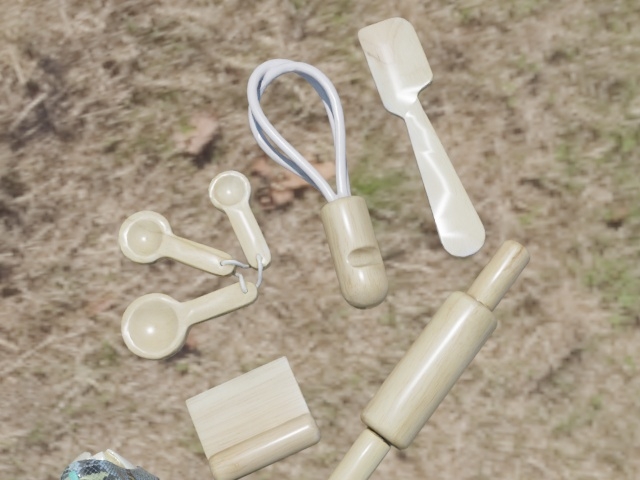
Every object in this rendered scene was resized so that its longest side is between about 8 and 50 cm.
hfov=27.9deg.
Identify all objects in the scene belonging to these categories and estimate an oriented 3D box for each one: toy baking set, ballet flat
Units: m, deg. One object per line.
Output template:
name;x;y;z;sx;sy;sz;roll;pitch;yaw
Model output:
toy baking set;0.004;0.005;0.677;0.196;0.030;0.256;40;83;13
ballet flat;-0.178;0.204;1.079;0.070;0.188;0.070;0;80;-1
